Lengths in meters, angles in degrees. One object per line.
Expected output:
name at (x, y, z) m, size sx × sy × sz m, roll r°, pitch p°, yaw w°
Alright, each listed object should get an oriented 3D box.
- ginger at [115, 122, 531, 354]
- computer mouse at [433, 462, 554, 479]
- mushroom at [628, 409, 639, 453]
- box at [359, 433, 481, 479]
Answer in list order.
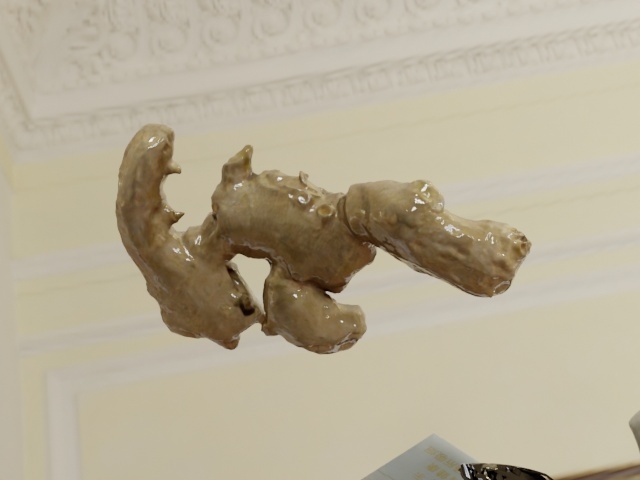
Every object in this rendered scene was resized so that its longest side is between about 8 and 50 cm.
ginger at (-0.003, 0.013, 0.713) m, size 0.258 × 0.065 × 0.149 m, roll 9°, pitch -58°, yaw 10°
computer mouse at (0.121, 0.231, 0.616) m, size 0.146 × 0.242 × 0.077 m, roll -29°, pitch 7°, yaw -29°
mushroom at (0.428, 0.302, 1.186) m, size 0.126 × 0.397 × 0.177 m, roll -25°, pitch -79°, yaw 10°
box at (0.082, 0.299, 1.125) m, size 0.242 × 0.155 × 0.067 m, roll -25°, pitch -55°, yaw -35°
